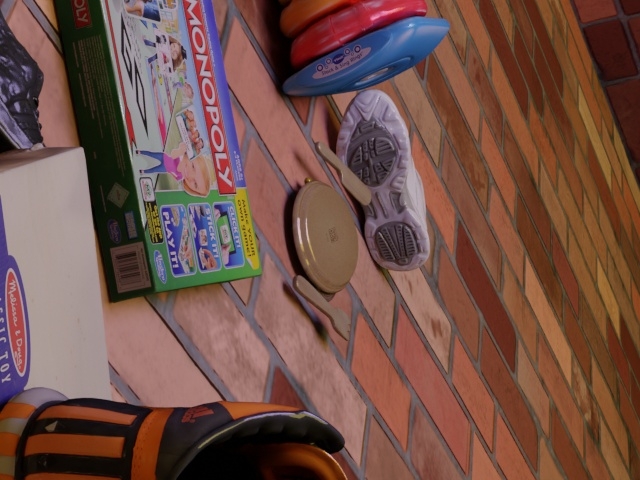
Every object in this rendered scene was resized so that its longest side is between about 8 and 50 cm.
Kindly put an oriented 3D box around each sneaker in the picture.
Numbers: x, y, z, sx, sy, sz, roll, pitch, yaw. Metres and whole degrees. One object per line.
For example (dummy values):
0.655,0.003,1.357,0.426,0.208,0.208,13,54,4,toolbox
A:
-0.218,-0.093,1.010,0.170,0.051,0.089,59,33,-34,sneaker
0.076,-0.083,1.712,0.115,0.090,0.232,-76,157,-59,sneaker
-0.057,0.179,0.885,0.321,0.180,0.125,46,48,-63,sneaker

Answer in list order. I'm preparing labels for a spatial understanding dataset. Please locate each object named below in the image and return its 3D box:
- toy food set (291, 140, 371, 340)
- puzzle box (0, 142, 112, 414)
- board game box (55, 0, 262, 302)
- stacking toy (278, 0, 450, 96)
0.000,0.000,1.537,0.132,0.038,0.192,45,44,-43,toy food set
-0.201,0.163,0.828,0.272,0.052,0.409,-31,118,-67,puzzle box
-0.139,-0.115,1.226,0.213,0.046,0.317,-8,87,-68,board game box
0.001,-0.318,1.568,0.302,0.175,0.166,67,23,2,stacking toy
